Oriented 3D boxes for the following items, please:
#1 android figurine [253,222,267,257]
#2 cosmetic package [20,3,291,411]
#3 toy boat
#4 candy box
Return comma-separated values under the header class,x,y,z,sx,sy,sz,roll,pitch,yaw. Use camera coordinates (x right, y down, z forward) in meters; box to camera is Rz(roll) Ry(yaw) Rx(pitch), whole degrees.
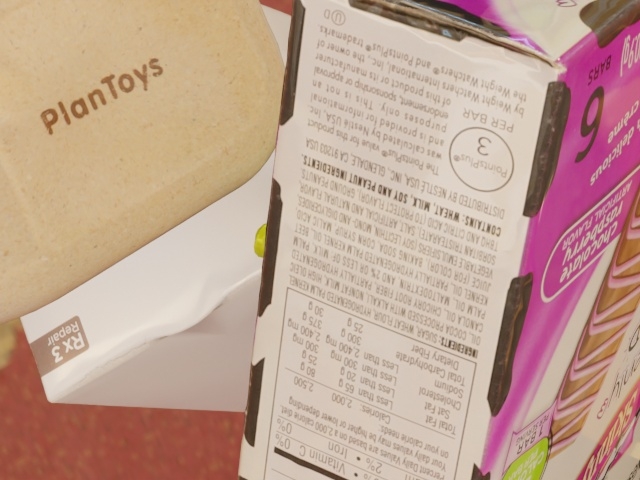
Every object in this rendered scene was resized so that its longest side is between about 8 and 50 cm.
class,x,y,z,sx,sy,sz,roll,pitch,yaw
android figurine,0.087,0.046,0.825,0.248,0.056,0.273,-24,43,-39
cosmetic package,0.000,0.000,1.180,0.217,0.385,0.156,-28,69,22
toy boat,-0.139,-0.060,0.832,0.231,0.151,0.151,-32,19,-29
candy box,0.048,0.019,0.523,0.071,0.233,0.159,22,35,22
